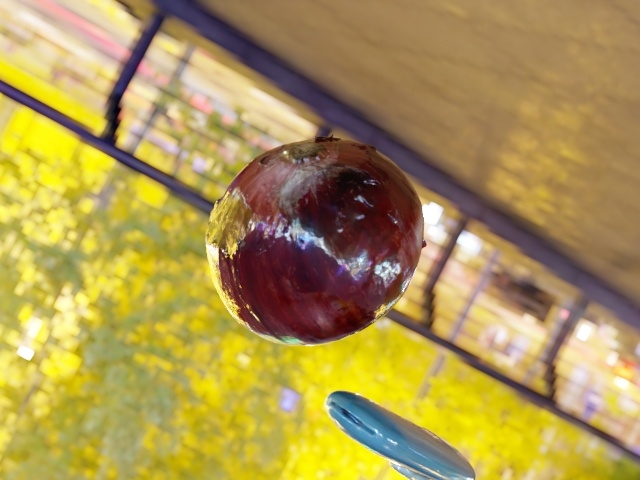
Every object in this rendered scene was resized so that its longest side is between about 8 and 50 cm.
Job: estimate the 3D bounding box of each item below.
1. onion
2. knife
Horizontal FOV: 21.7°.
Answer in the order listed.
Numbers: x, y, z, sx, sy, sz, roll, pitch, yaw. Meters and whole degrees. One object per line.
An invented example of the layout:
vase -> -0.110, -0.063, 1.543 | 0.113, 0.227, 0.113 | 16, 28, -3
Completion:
onion -> 0.000, 0.000, 0.960 | 0.131, 0.131, 0.131 | 27, 176, 2
knife -> 0.047, 0.119, 0.969 | 0.064, 0.031, 0.222 | 35, 179, 23
